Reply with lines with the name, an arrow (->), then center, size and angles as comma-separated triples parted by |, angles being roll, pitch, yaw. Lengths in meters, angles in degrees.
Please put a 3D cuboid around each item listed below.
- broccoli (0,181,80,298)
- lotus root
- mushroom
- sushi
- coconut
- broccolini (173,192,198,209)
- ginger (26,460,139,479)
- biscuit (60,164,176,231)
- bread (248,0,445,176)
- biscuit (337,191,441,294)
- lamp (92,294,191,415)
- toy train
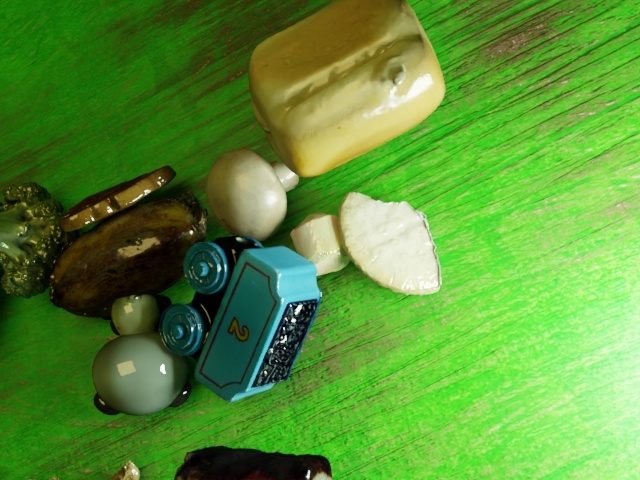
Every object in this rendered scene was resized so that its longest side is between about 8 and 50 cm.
broccoli -> -0.692, 0.017, 1.972 | 0.254, 0.302, 0.186 | 54, 137, -1
lotus root -> -0.410, 0.034, 1.890 | 0.397, 0.179, 0.196 | -23, 68, 10
mushroom -> -0.133, -0.106, 1.847 | 0.204, 0.204, 0.204 | -6, 71, 19
sushi -> -0.119, 0.514, 1.560 | 0.294, 0.281, 0.300 | 1, 57, 14
coconut -> 0.000, 0.000, 1.781 | 0.116, 0.116, 0.122 | -27, 65, 11
broccolini -> -0.384, -0.058, 1.988 | 0.239, 0.054, 0.051 | -14, 83, 19
ginger -> -0.509, 0.531, 1.829 | 0.294, 0.086, 0.131 | -21, 58, 5
biscuit -> -0.461, -0.088, 1.947 | 0.278, 0.301, 0.043 | -31, 105, -23
bread -> 0.045, -0.312, 1.787 | 0.376, 0.253, 0.348 | -29, 54, 3
biscuit -> 0.144, -0.001, 1.734 | 0.265, 0.040, 0.188 | 42, 68, 10
lamp -> -0.372, 0.236, 1.803 | 0.197, 0.197, 0.244 | -12, 76, 17
toy train -> -0.156, 0.150, 1.731 | 0.265, 0.188, 0.300 | 30, 107, 25
